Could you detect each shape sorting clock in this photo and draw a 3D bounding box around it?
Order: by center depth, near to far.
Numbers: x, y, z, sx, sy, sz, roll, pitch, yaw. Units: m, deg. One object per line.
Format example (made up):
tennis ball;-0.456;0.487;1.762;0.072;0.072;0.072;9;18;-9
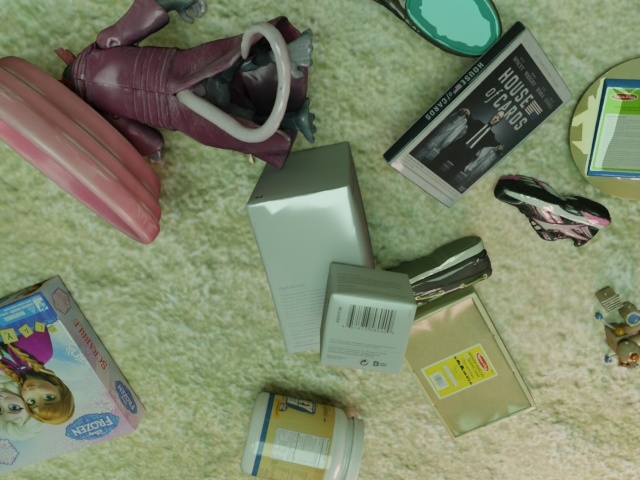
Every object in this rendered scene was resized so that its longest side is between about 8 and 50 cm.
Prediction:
shape sorting clock;0.468;-0.161;0.842;0.206;0.040;0.206;3;113;7

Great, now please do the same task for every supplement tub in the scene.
supplement tub;-0.032;0.361;1.042;0.200;0.144;0.144;13;113;-2

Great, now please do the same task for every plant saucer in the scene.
plant saucer;-0.342;-0.126;0.790;0.332;0.332;0.084;41;75;-13

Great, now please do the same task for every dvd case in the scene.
dvd case;0.223;-0.162;0.813;0.239;0.029;0.179;-44;140;19

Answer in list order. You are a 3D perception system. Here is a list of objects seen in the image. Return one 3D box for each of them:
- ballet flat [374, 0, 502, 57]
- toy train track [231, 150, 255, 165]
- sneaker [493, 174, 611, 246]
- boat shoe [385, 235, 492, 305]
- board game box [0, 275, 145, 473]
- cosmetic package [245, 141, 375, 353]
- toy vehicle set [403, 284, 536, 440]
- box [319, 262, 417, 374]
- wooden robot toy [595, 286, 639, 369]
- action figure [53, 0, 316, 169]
ballet flat;0.114;-0.339;0.757;0.280;0.096;0.095;31;114;-10
toy train track;-0.118;-0.158;0.896;0.048;0.014;0.083;-13;106;17
sneaker;0.346;-0.036;0.891;0.178;0.072;0.077;22;124;0
boat shoe;0.164;0.070;0.938;0.228;0.081;0.068;-24;106;10
board game box;-0.542;0.259;1.071;0.319;0.066;0.318;-21;111;12
cosmetic package;0.000;0.000;0.840;0.138;0.224;0.224;-12;113;8
toy vehicle set;0.248;0.221;1.022;0.166;0.035;0.267;-27;109;14
box;0.054;0.094;0.708;0.101;0.087;0.102;8;113;-4
wooden robot toy;0.510;0.163;0.958;0.076;0.079;0.173;-18;111;11
action figure;-0.194;-0.180;0.747;0.370;0.276;0.248;7;114;5
